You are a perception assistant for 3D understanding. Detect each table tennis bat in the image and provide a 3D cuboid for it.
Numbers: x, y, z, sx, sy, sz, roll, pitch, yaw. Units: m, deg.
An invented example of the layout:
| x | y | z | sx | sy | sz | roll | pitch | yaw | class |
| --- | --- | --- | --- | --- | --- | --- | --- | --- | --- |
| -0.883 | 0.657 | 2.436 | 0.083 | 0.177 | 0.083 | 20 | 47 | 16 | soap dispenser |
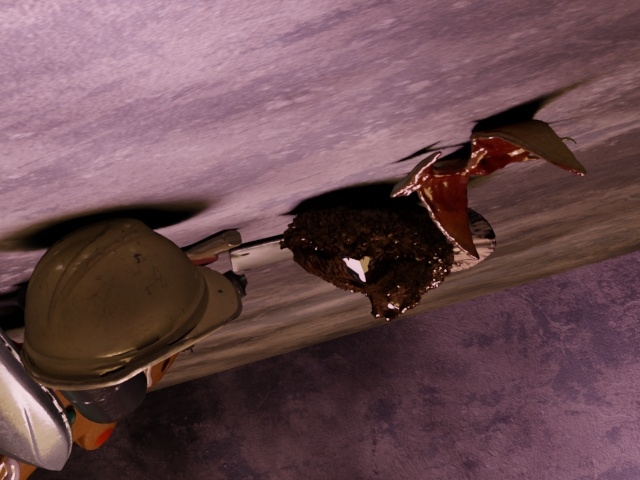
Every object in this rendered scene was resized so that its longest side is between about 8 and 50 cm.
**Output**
| x | y | z | sx | sy | sz | roll | pitch | yaw | class |
| --- | --- | --- | --- | --- | --- | --- | --- | --- | --- |
| -0.190 | 0.025 | 1.871 | 0.138 | 0.022 | 0.246 | -5 | 170 | -43 | table tennis bat |

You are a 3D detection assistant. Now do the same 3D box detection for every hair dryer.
| x | y | z | sx | sy | sz | roll | pitch | yaw | class |
| --- | --- | --- | --- | --- | --- | --- | --- | --- | --- |
| -0.245 | 0.101 | 1.881 | 0.302 | 0.116 | 0.244 | -31 | 148 | -5 | hair dryer |

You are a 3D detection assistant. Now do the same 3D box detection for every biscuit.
| x | y | z | sx | sy | sz | roll | pitch | yaw | class |
| --- | --- | --- | --- | --- | --- | --- | --- | --- | --- |
| -0.334 | 0.218 | 2.111 | 0.432 | 0.064 | 0.283 | -26 | 140 | -54 | biscuit |

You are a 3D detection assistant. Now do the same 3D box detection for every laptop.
| x | y | z | sx | sy | sz | roll | pitch | yaw | class |
| --- | --- | --- | --- | --- | --- | --- | --- | --- | --- |
| 0.000 | 0.000 | 2.014 | 0.269 | 0.015 | 0.187 | -13 | 171 | -4 | laptop |

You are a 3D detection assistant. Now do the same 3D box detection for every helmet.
| x | y | z | sx | sy | sz | roll | pitch | yaw | class |
| --- | --- | --- | --- | --- | --- | --- | --- | --- | --- |
| -0.224 | 0.043 | 1.537 | 0.257 | 0.137 | 0.204 | -28 | -144 | -26 | helmet |

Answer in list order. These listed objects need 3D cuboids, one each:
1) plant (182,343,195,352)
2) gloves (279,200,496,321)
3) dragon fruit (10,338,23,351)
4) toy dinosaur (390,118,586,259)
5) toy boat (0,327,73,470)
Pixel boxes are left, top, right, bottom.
| x | y | z | sx | sy | sz | roll | pitch | yaw | class |
| --- | --- | --- | --- | --- | --- | --- | --- | --- | --- |
| -0.254 | 0.168 | 2.524 | 0.085 | 0.087 | 0.174 | -43 | -177 | -12 | plant |
| 0.086 | 0.017 | 1.807 | 0.312 | 0.135 | 0.210 | 0 | -167 | -38 | gloves |
| -0.512 | 0.234 | 2.122 | 0.268 | 0.205 | 0.210 | -18 | 174 | -43 | dragon fruit |
| 0.208 | -0.066 | 1.597 | 0.206 | 0.113 | 0.327 | -6 | 167 | -42 | toy dinosaur |
| -0.430 | 0.207 | 1.854 | 0.141 | 0.092 | 0.320 | -17 | 128 | 19 | toy boat |
